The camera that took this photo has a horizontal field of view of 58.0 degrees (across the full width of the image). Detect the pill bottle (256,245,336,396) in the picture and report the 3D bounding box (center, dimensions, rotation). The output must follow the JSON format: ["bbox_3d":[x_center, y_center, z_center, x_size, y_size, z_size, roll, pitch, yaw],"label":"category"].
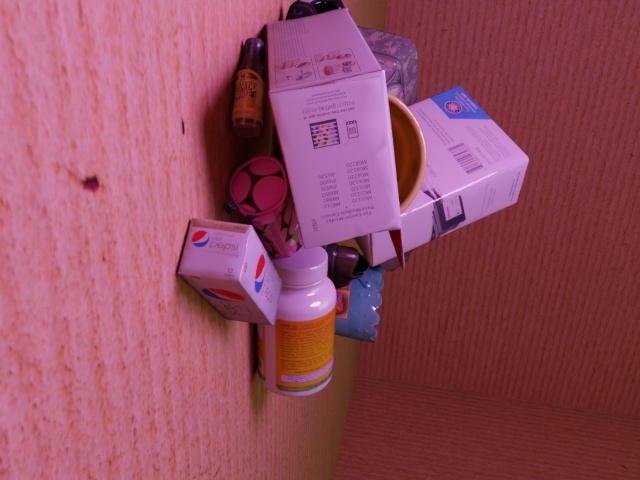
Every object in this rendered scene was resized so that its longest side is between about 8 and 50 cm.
[{"bbox_3d":[-0.042,0.132,0.989,0.136,0.136,0.246,-67,161,-62],"label":"pill bottle"}]

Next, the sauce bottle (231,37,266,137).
[{"bbox_3d":[-0.091,-0.198,0.743,0.042,0.042,0.128,64,26,-74],"label":"sauce bottle"}]

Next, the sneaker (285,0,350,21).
[{"bbox_3d":[0.033,-0.345,1.012,0.293,0.102,0.146,-11,104,-59],"label":"sneaker"}]

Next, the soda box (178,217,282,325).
[{"bbox_3d":[-0.104,0.047,0.725,0.216,0.073,0.069,74,24,-68],"label":"soda box"}]

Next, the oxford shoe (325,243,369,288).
[{"bbox_3d":[0.065,0.072,1.368,0.227,0.096,0.083,70,28,-74],"label":"oxford shoe"}]

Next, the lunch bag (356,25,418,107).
[{"bbox_3d":[0.115,-0.343,1.480,0.256,0.212,0.305,-58,158,-26],"label":"lunch bag"}]

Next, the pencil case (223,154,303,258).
[{"bbox_3d":[-0.070,-0.037,0.841,0.098,0.095,0.209,62,0,19],"label":"pencil case"}]

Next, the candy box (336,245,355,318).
[{"bbox_3d":[0.028,0.104,1.516,0.053,0.109,0.187,-12,107,-81],"label":"candy box"}]

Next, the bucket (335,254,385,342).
[{"bbox_3d":[0.094,0.166,1.749,0.281,0.182,0.282,7,90,-82],"label":"bucket"}]

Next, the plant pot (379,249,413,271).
[{"bbox_3d":[0.228,-0.121,1.645,0.323,0.280,0.323,48,17,-21],"label":"plant pot"}]

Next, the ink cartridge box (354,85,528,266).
[{"bbox_3d":[0.225,-0.156,1.350,0.166,0.394,0.286,79,-15,-54],"label":"ink cartridge box"}]

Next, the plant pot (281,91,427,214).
[{"bbox_3d":[0.048,-0.157,1.097,0.239,0.253,0.254,-123,-143,-78],"label":"plant pot"}]

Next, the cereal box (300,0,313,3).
[{"bbox_3d":[-0.004,-0.449,1.095,0.173,0.047,0.240,-71,164,-58],"label":"cereal box"}]

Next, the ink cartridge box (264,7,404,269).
[{"bbox_3d":[0.015,-0.137,0.791,0.310,0.129,0.272,-99,178,-57],"label":"ink cartridge box"}]

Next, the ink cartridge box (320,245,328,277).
[{"bbox_3d":[0.000,0.000,1.403,0.109,0.063,0.151,77,22,-64],"label":"ink cartridge box"}]
